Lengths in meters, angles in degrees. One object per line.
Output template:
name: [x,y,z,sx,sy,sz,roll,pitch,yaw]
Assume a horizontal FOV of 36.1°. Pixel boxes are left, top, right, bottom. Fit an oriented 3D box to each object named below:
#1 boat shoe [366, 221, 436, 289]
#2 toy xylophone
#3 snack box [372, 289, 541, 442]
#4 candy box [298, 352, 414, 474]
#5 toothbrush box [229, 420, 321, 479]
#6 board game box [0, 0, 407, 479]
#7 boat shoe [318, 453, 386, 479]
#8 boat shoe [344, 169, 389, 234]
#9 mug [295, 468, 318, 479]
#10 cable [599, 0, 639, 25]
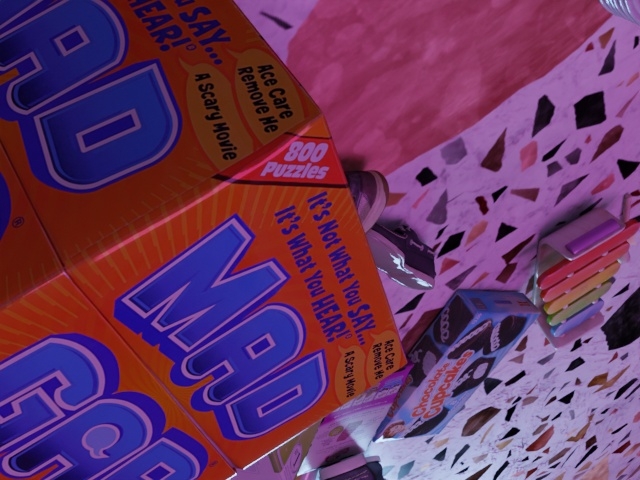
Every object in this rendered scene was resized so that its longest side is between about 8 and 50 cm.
boat shoe: [0.103,0.007,1.370,0.206,0.075,0.065,36,61,-50]
toy xylophone: [0.464,0.047,1.702,0.236,0.081,0.323,-34,146,-6]
snack box: [0.223,0.221,1.712,0.187,0.060,0.322,4,129,-44]
candy box: [0.035,0.268,1.590,0.159,0.071,0.233,-10,138,-36]
toothbrush box: [-0.059,0.100,1.087,0.283,0.122,0.206,-62,147,-47]
board game box: [-0.193,-0.009,0.798,0.356,0.356,0.357,-31,146,-6]
boat shoe: [0.062,0.442,1.739,0.116,0.099,0.319,-22,163,1]
boat shoe: [0.001,0.000,1.242,0.073,0.080,0.224,13,121,-39]
mug: [-0.036,0.397,1.695,0.078,0.062,0.064,-7,128,-46]
cable: [0.433,-0.372,1.163,0.257,0.089,0.257,-3,134,-40]
